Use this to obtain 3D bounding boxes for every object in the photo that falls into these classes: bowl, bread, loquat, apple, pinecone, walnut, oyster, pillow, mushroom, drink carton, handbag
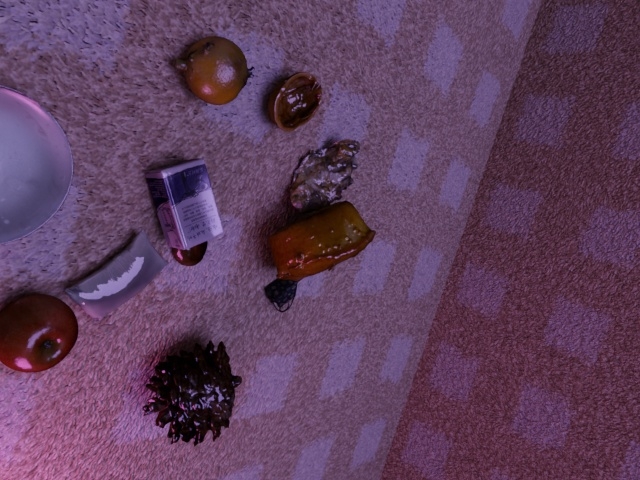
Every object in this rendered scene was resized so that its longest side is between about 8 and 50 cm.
[{"bbox_3d":[-0.672,-0.157,0.961,0.313,0.146,0.313,-25,126,-40],"label":"bowl"},{"bbox_3d":[0.002,-0.001,1.666,0.358,0.337,0.204,-24,95,-29],"label":"bread"},{"bbox_3d":[-0.279,-0.444,1.283,0.205,0.149,0.172,3,106,-35],"label":"loquat"},{"bbox_3d":[-0.655,0.214,1.135,0.181,0.168,0.180,-28,126,-46],"label":"apple"},{"bbox_3d":[-0.387,0.466,1.491,0.296,0.242,0.298,-6,80,-33],"label":"pinecone"},{"bbox_3d":[-0.095,-0.441,1.539,0.211,0.087,0.167,-41,141,-27],"label":"walnut"},{"bbox_3d":[0.017,-0.210,1.752,0.351,0.115,0.237,-38,132,-32],"label":"oyster"},{"bbox_3d":[-0.527,0.092,1.293,0.254,0.078,0.144,-44,134,-27],"label":"pillow"},{"bbox_3d":[-0.381,0.017,1.450,0.123,0.052,0.123,-20,119,-41],"label":"mushroom"},{"bbox_3d":[-0.367,-0.099,1.340,0.134,0.102,0.222,-28,113,-41],"label":"drink carton"},{"bbox_3d":[-0.133,0.210,1.807,0.115,0.072,0.139,-38,136,-34],"label":"handbag"}]
